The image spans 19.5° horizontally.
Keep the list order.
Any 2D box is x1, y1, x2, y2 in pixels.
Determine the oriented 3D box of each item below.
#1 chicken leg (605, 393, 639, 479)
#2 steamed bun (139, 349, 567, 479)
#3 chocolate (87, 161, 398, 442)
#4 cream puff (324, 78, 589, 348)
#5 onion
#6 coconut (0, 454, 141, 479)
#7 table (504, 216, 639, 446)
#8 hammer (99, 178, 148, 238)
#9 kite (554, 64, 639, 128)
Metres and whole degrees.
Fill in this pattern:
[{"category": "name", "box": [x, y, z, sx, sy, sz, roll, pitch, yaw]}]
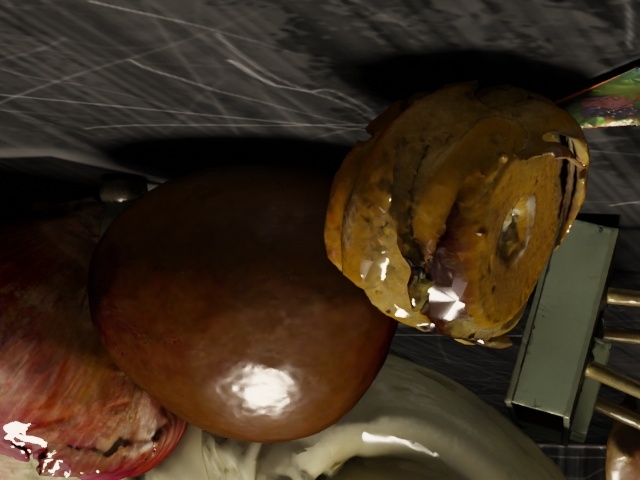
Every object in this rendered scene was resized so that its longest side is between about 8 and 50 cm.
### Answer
[{"category": "chicken leg", "box": [0.411, 0.183, 1.334, 0.409, 0.295, 0.182, 0, 149, -3]}, {"category": "steamed bun", "box": [0.047, 0.218, 1.274, 0.255, 0.342, 0.368, -30, 176, -32]}, {"category": "chocolate", "box": [-0.045, 0.034, 1.025, 0.177, 0.176, 0.177, 3, 170, 1]}, {"category": "cream puff", "box": [0.060, -0.015, 0.848, 0.104, 0.119, 0.133, 25, 161, 25]}, {"category": "onion", "box": [-0.177, 0.044, 1.159, 0.230, 0.163, 0.230, 24, -167, -6]}, {"category": "coconut", "box": [-0.244, 0.155, 1.419, 0.255, 0.297, 0.297, 3, 170, 14]}, {"category": "table", "box": [0.192, 0.075, 1.225, 0.111, 0.121, 0.240, 15, 172, 10]}, {"category": "hammer", "box": [0.000, 0.000, 1.155, 0.292, 0.058, 0.029, 3, 174, -28]}, {"category": "kite", "box": [0.211, -0.063, 0.795, 0.321, 0.016, 0.234, -1, 170, 22]}]
